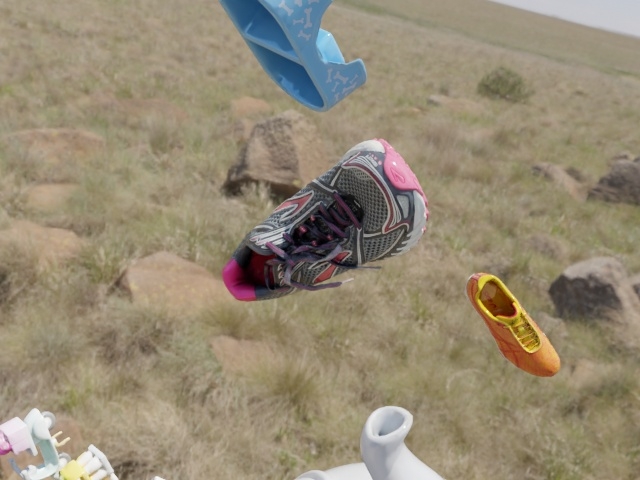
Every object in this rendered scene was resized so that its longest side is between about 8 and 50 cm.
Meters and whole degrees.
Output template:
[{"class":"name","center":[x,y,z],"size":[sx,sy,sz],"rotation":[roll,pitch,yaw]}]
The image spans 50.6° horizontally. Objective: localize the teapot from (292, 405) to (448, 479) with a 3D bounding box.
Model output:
[{"class":"teapot","center":[0.002,0.261,0.479],"size":[0.187,0.256,0.252],"rotation":[32,-22,-11]}]

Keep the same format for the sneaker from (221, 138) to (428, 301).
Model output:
[{"class":"sneaker","center":[0.000,0.000,0.724],"size":[0.112,0.299,0.120],"rotation":[-27,83,-39]}]

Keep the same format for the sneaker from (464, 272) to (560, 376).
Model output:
[{"class":"sneaker","center":[0.257,0.119,0.905],"size":[0.175,0.064,0.067],"rotation":[47,-3,-4]}]

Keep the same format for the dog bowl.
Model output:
[{"class":"dog bowl","center":[-0.044,-0.284,0.918],"size":[0.166,0.074,0.297],"rotation":[34,-9,33]}]

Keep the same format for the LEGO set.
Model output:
[{"class":"LEGO set","center":[-0.193,0.238,0.543],"size":[0.107,0.132,0.287],"rotation":[-38,26,-34]}]
